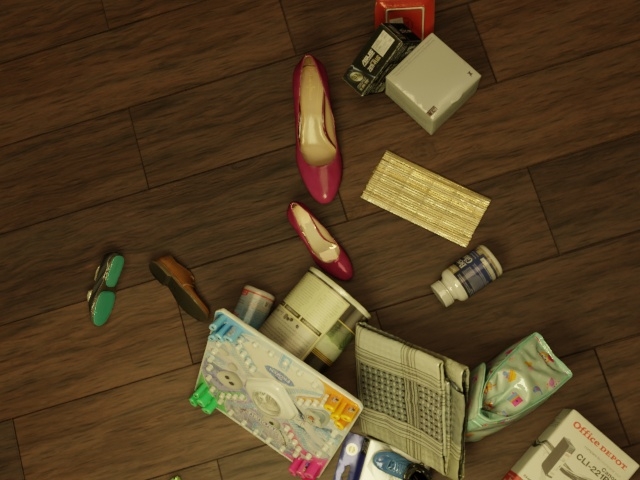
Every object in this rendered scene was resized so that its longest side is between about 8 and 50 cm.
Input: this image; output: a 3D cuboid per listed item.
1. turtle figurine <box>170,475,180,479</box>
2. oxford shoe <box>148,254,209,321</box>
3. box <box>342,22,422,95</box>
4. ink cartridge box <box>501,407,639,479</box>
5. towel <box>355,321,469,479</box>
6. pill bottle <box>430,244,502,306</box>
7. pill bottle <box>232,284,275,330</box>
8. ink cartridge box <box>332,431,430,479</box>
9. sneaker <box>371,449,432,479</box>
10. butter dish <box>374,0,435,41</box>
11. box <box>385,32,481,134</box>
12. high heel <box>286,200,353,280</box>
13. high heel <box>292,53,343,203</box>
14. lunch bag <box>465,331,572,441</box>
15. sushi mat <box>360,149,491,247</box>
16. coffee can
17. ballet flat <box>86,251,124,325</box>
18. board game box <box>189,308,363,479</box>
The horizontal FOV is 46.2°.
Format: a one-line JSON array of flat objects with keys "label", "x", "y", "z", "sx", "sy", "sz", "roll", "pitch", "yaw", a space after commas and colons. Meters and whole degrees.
[{"label": "turtle figurine", "x": -0.287, "y": 0.673, "z": 1.790, "sx": 0.266, "sy": 0.274, "sz": 0.197, "roll": 33, "pitch": 68, "yaw": 19}, {"label": "oxford shoe", "x": -0.355, "y": 0.121, "z": 1.983, "sx": 0.212, "sy": 0.076, "sz": 0.076, "roll": 51, "pitch": 47, "yaw": 2}, {"label": "box", "x": 0.163, "y": -0.477, "z": 1.975, "sx": 0.077, "sy": 0.147, "sz": 0.180, "roll": 45, "pitch": 121, "yaw": 11}, {"label": "ink cartridge box", "x": 0.585, "y": 0.565, "z": 1.790, "sx": 0.197, "sy": 0.114, "sz": 0.273, "roll": 41, "pitch": 84, "yaw": 11}, {"label": "towel", "x": 0.200, "y": 0.374, "z": 1.739, "sx": 0.324, "sy": 0.056, "sz": 0.312, "roll": 17, "pitch": 118, "yaw": 42}, {"label": "pill bottle", "x": 0.369, "y": 0.094, "z": 1.910, "sx": 0.169, "sy": 0.094, "sz": 0.094, "roll": -35, "pitch": 78, "yaw": -3}, {"label": "pill bottle", "x": -0.185, "y": 0.203, "z": 1.939, "sx": 0.087, "sy": 0.087, "sz": 0.160, "roll": 21, "pitch": 81, "yaw": 8}, {"label": "ink cartridge box", "x": 0.140, "y": 0.610, "z": 1.854, "sx": 0.224, "sy": 0.045, "sz": 0.223, "roll": 15, "pitch": 80, "yaw": 8}, {"label": "sneaker", "x": 0.196, "y": 0.546, "z": 1.795, "sx": 0.152, "sy": 0.084, "sz": 0.058, "roll": 24, "pitch": 79, "yaw": 8}, {"label": "butter dish", "x": 0.226, "y": -0.611, "z": 2.051, "sx": 0.160, "sy": 0.160, "sz": 0.118, "roll": -3, "pitch": 43, "yaw": 3}, {"label": "box", "x": 0.297, "y": -0.416, "z": 2.004, "sx": 0.181, "sy": 0.119, "sz": 0.182, "roll": -44, "pitch": 79, "yaw": -5}, {"label": "high heel", "x": 0.000, "y": 0.000, "z": 1.948, "sx": 0.082, "sy": 0.117, "sz": 0.244, "roll": -33, "pitch": 78, "yaw": -2}, {"label": "high heel", "x": -0.018, "y": -0.291, "z": 1.973, "sx": 0.127, "sy": 0.181, "sz": 0.377, "roll": -11, "pitch": 78, "yaw": 3}, {"label": "lunch bag", "x": 0.413, "y": 0.359, "z": 1.754, "sx": 0.262, "sy": 0.223, "sz": 0.160, "roll": -32, "pitch": 77, "yaw": -26}, {"label": "sushi mat", "x": 0.278, "y": -0.113, "z": 1.998, "sx": 0.317, "sy": 0.019, "sz": 0.151, "roll": 26, "pitch": 83, "yaw": 9}, {"label": "coffee can", "x": -0.036, "y": 0.230, "z": 1.862, "sx": 0.201, "sy": 0.201, "sz": 0.275, "roll": 39, "pitch": 85, "yaw": 11}, {"label": "ballet flat", "x": -0.581, "y": 0.126, "z": 2.003, "sx": 0.074, "sy": 0.074, "sz": 0.203, "roll": 16, "pitch": 87, "yaw": 8}, {"label": "board game box", "x": -0.125, "y": 0.383, "z": 1.767, "sx": 0.390, "sy": 0.390, "sz": 0.050, "roll": 32, "pitch": 48, "yaw": 10}]
